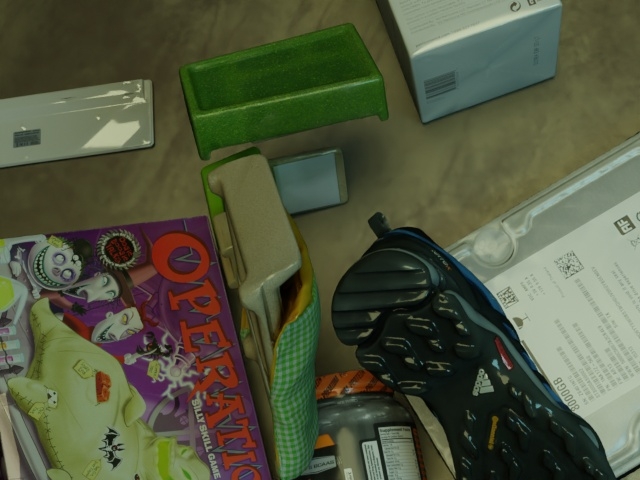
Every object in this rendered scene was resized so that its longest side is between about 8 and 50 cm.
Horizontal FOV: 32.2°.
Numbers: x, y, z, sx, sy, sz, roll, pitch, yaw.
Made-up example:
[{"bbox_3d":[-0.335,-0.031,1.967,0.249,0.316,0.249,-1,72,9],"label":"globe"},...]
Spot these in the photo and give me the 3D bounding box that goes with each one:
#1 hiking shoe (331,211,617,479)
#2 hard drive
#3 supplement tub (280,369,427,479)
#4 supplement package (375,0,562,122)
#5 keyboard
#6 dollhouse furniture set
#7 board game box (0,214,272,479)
[{"bbox_3d":[0.132,0.112,0.813,0.113,0.132,0.304,-30,102,22],"label":"hiking shoe"},{"bbox_3d":[0.228,0.068,0.918,0.339,0.064,0.237,-30,70,1],"label":"hard drive"},{"bbox_3d":[0.029,0.206,0.881,0.117,0.117,0.190,-13,70,6],"label":"supplement tub"},{"bbox_3d":[0.109,-0.257,1.001,0.134,0.139,0.244,-19,69,3],"label":"supplement package"},{"bbox_3d":[-0.288,-0.109,1.093,0.256,0.014,0.072,-7,77,8],"label":"keyboard"},{"bbox_3d":[0.000,0.000,0.854,0.151,0.197,0.301,-13,40,-6],"label":"dollhouse furniture set"},{"bbox_3d":[-0.154,0.155,0.893,0.208,0.056,0.346,-7,71,-28],"label":"board game box"}]
